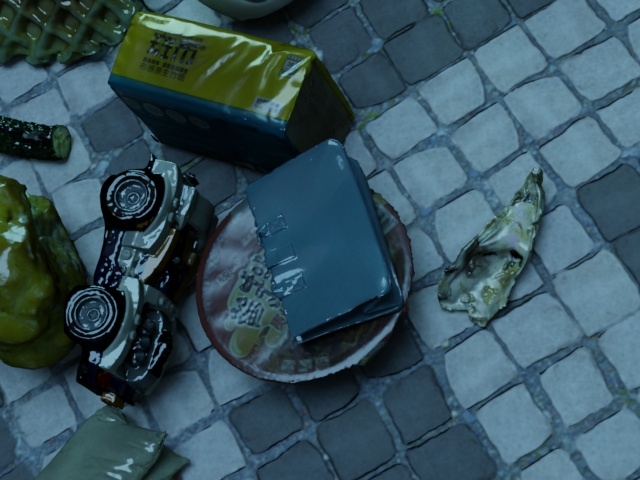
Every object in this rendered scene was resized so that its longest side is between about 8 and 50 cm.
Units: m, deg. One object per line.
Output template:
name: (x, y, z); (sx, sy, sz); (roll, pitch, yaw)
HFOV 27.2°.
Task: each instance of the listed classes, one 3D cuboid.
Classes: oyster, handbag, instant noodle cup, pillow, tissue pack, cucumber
oyster: (0.220, 0.015, 1.586); (0.200, 0.061, 0.106); (-41, 79, 0)
handbag: (0.000, 0.000, 1.550); (0.144, 0.057, 0.221); (-22, 62, 10)
instant noodle cup: (-0.010, 0.056, 1.606); (0.274, 0.091, 0.274); (-6, 65, 14)
pillow: (-0.267, 0.288, 1.578); (0.134, 0.078, 0.181); (26, 61, 32)
tissue pack: (-0.110, -0.183, 1.690); (0.271, 0.192, 0.134); (17, 74, 23)
cucumber: (-0.437, -0.149, 1.856); (0.187, 0.058, 0.058); (13, 71, 21)

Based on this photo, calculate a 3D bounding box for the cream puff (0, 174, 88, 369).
cream puff: (-0.406, 0.041, 1.645); (0.185, 0.282, 0.282); (-27, 62, 5)

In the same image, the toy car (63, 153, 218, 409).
toy car: (-0.214, 0.058, 1.619); (0.118, 0.193, 0.301); (9, 72, 14)

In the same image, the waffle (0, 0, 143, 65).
waffle: (-0.385, -0.388, 1.843); (0.309, 0.291, 0.056); (-6, 22, 25)

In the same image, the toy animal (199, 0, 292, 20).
toy animal: (-0.084, -0.435, 1.784); (0.213, 0.212, 0.266); (20, 71, 24)
